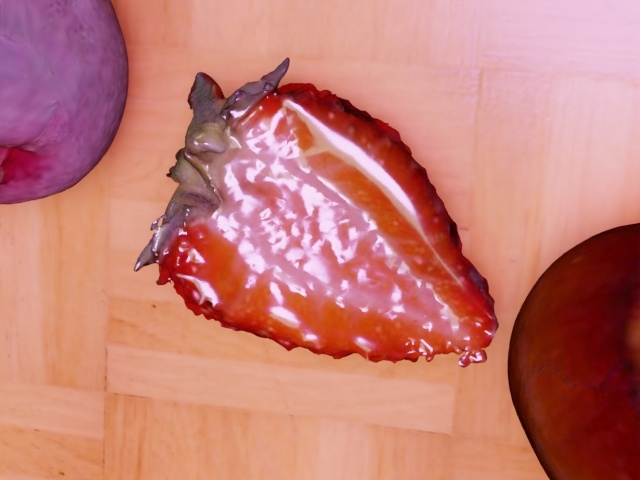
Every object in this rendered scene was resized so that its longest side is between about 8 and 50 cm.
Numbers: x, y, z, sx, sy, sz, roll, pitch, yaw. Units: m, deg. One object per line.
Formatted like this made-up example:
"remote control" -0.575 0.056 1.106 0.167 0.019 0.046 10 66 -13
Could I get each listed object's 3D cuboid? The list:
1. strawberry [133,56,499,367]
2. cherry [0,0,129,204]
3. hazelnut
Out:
"strawberry" 0.010 -0.012 0.873 0.228 0.098 0.174 16 88 -4
"cherry" -0.220 -0.120 0.837 0.183 0.213 0.266 -3 78 26
"hazelnut" 0.230 0.102 0.799 0.251 0.217 0.217 18 106 -17
